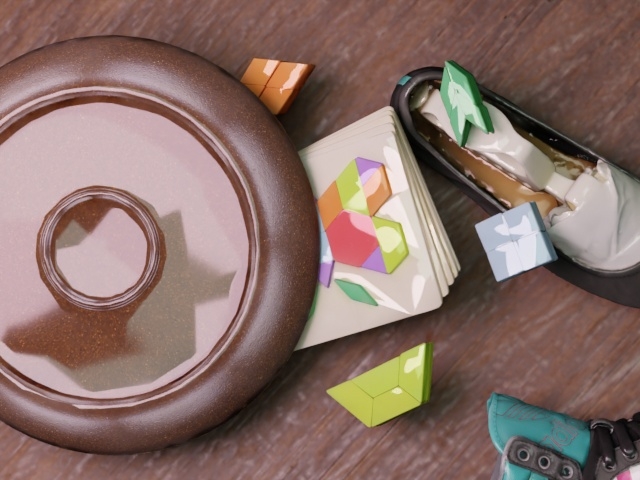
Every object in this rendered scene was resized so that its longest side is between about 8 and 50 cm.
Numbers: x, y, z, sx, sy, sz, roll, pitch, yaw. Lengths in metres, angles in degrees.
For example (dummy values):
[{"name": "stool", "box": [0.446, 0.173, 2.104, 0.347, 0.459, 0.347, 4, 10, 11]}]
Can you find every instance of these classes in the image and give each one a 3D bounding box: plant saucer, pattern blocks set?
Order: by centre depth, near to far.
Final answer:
[{"name": "plant saucer", "box": [-0.156, 0.005, 1.377, 0.311, 0.050, 0.310, 0, 93, 4]}, {"name": "pattern blocks set", "box": [0.000, 0.000, 1.402, 0.325, 0.026, 0.285, -35, 78, 22]}]

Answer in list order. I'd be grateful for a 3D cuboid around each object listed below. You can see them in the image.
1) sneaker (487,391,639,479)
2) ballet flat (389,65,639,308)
[{"name": "sneaker", "box": [0.206, 0.148, 1.354, 0.178, 0.124, 0.295, 37, 91, 3]}, {"name": "ballet flat", "box": [0.165, -0.037, 1.392, 0.280, 0.096, 0.095, 32, 87, 12]}]
